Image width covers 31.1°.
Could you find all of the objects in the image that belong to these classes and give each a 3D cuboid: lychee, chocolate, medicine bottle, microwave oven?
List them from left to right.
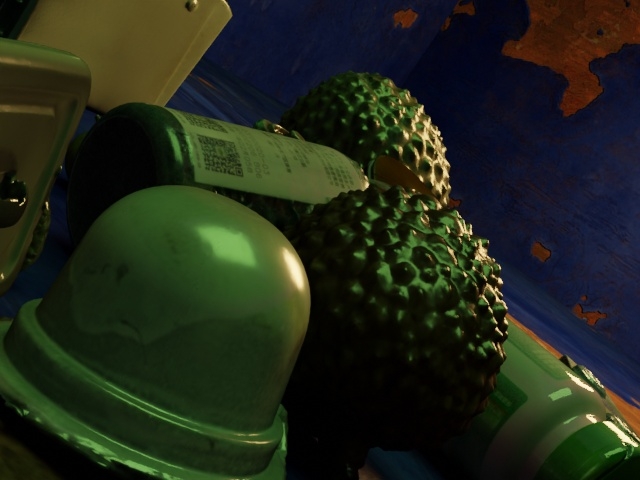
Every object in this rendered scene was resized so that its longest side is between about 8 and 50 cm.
[{"bbox_3d":[-0.365,-0.373,1.554,0.394,0.247,0.333,39,9,31],"label":"microwave oven"},{"bbox_3d":[-0.073,0.048,0.657,0.221,0.147,0.221,35,5,-3],"label":"chocolate"},{"bbox_3d":[-0.053,-0.021,0.957,0.293,0.141,0.141,8,25,-44],"label":"medicine bottle"},{"bbox_3d":[0.045,-0.088,1.506,0.256,0.274,0.255,3,21,-1],"label":"lychee"},{"bbox_3d":[0.035,0.066,0.821,0.200,0.238,0.200,13,-31,8],"label":"lychee"},{"bbox_3d":[0.155,0.144,1.009,0.133,0.133,0.274,25,11,-46],"label":"medicine bottle"}]

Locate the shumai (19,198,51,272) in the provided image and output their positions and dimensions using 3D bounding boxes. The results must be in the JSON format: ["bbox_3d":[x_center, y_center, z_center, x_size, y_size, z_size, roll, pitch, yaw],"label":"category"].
[{"bbox_3d":[-0.221,-0.024,0.759,0.083,0.082,0.080,56,-4,-27],"label":"shumai"}]

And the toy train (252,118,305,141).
[{"bbox_3d":[0.000,0.000,1.253,0.304,0.150,0.221,27,21,-47],"label":"toy train"}]

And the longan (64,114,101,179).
[{"bbox_3d":[-0.202,-0.077,1.078,0.075,0.083,0.075,-3,-2,0],"label":"longan"}]

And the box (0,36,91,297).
[{"bbox_3d":[-0.215,-0.042,0.600,0.130,0.162,0.227,24,8,5],"label":"box"}]

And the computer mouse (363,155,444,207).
[{"bbox_3d":[0.134,0.046,1.229,0.310,0.072,0.158,59,17,-27],"label":"computer mouse"}]

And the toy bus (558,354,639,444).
[{"bbox_3d":[0.279,0.224,1.153,0.136,0.109,0.329,44,8,-7],"label":"toy bus"}]
